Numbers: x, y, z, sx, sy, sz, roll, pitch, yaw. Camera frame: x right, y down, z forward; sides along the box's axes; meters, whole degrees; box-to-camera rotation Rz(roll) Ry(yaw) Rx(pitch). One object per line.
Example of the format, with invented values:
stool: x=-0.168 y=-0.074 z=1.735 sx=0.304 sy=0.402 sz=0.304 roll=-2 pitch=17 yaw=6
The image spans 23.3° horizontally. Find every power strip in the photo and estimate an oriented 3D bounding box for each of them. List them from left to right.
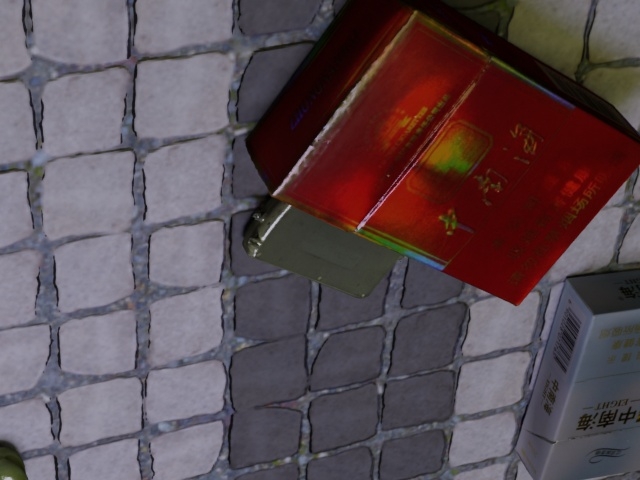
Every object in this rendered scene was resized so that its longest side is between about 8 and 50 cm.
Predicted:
power strip: x=0.000 y=0.000 z=1.398 sx=0.169 sy=0.028 sz=0.076 roll=24 pitch=114 yaw=-39

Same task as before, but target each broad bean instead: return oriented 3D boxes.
broad bean: x=-0.299 y=0.227 z=1.429 sx=0.063 sy=0.045 sz=0.083 roll=17 pitch=125 yaw=-33

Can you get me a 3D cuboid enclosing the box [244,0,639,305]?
box: x=0.116 y=-0.081 z=1.350 sx=0.313 sy=0.089 sz=0.197 roll=24 pitch=115 yaw=-37

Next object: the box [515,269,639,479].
box: x=0.309 y=0.145 z=1.637 sx=0.155 sy=0.067 sz=0.243 roll=-6 pitch=128 yaw=-20
